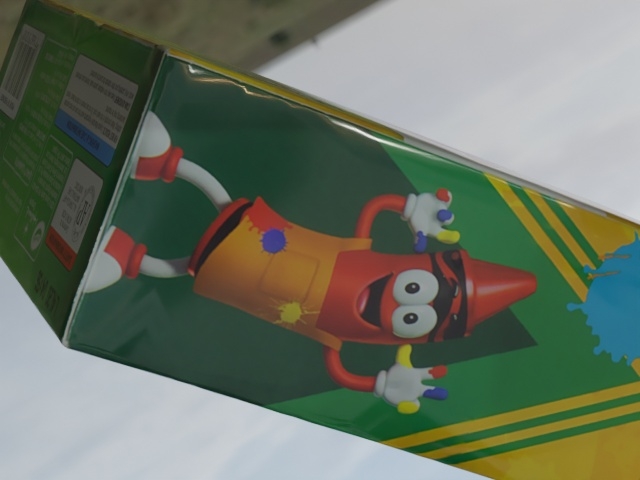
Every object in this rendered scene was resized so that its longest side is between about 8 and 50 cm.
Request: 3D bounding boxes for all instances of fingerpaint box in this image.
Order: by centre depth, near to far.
[{"bbox_3d":[0.000,0.000,1.165,0.163,0.371,0.445,-69,-160,4],"label":"fingerpaint box"}]
